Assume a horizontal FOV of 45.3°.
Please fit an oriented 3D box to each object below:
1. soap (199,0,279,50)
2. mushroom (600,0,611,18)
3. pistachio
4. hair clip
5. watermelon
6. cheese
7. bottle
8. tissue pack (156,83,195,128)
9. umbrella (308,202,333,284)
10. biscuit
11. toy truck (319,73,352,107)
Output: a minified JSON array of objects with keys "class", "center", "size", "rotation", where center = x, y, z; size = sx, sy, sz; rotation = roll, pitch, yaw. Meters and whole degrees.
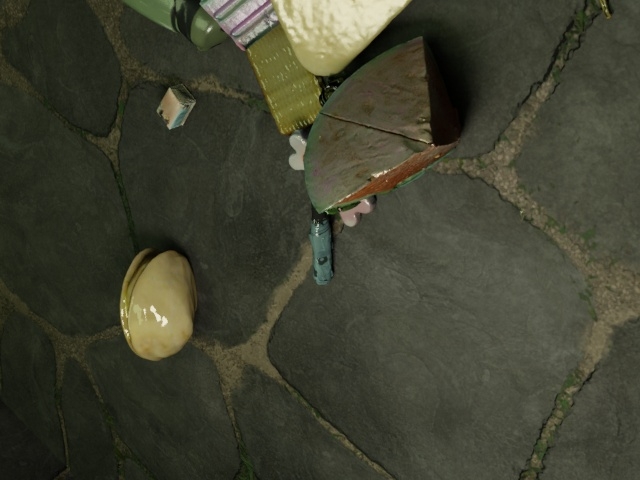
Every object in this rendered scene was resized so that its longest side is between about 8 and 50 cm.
[{"class":"soap","center":[-0.103,-0.569,1.590],"size":[0.324,0.109,0.193],"rotation":[-31,121,29]},{"class":"mushroom","center":[0.436,-0.509,1.289],"size":[0.026,0.028,0.286],"rotation":[-20,98,0]},{"class":"pistachio","center":[-0.464,0.182,2.183],"size":[0.229,0.238,0.321],"rotation":[7,93,31]},{"class":"hair clip","center":[0.023,-0.149,1.754],"size":[0.146,0.075,0.257],"rotation":[-31,93,38]},{"class":"watermelon","center":[0.137,-0.178,1.491],"size":[0.292,0.222,0.319],"rotation":[-26,49,19]},{"class":"cheese","center":[0.026,-0.488,1.493],"size":[0.384,0.104,0.384],"rotation":[7,133,8]},{"class":"bottle","center":[-0.341,-0.577,1.801],"size":[0.347,0.168,0.168],"rotation":[36,128,16]},{"class":"tissue pack","center":[-0.374,-0.349,1.994],"size":[0.074,0.059,0.094],"rotation":[51,132,12]},{"class":"umbrella","center":[-0.002,0.001,1.817],"size":[0.052,0.053,0.250],"rotation":[29,139,37]},{"class":"biscuit","center":[-0.074,-0.377,1.756],"size":[0.172,0.029,0.254],"rotation":[-18,97,42]},{"class":"toy truck","center":[0.084,-0.229,1.623],"size":[0.127,0.127,0.257],"rotation":[-23,97,4]}]
